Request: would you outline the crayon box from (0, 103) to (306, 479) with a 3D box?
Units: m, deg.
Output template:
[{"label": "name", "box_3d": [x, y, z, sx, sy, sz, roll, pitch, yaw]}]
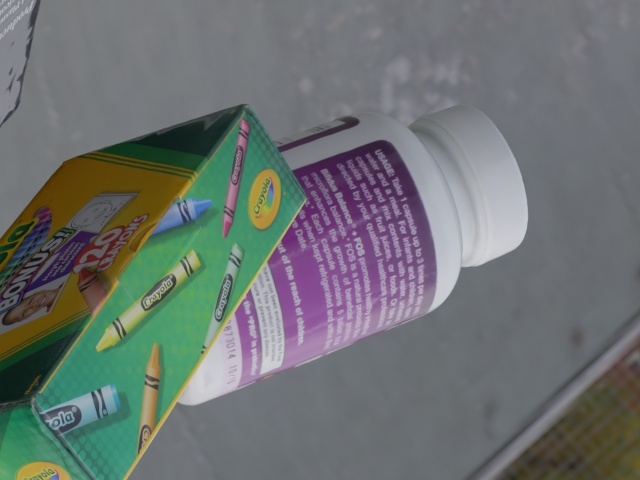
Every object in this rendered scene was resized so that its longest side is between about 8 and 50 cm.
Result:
[{"label": "crayon box", "box_3d": [-0.141, 0.043, 1.125, 0.165, 0.081, 0.278, -14, -150, 37]}]

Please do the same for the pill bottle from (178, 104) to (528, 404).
[{"label": "pill bottle", "box_3d": [0.000, 0.000, 1.433, 0.302, 0.169, 0.169, -20, 169, -20]}]

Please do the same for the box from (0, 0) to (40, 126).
[{"label": "box", "box_3d": [-0.461, -0.281, 1.391, 0.297, 0.480, 0.471, -54, 173, -39]}]
